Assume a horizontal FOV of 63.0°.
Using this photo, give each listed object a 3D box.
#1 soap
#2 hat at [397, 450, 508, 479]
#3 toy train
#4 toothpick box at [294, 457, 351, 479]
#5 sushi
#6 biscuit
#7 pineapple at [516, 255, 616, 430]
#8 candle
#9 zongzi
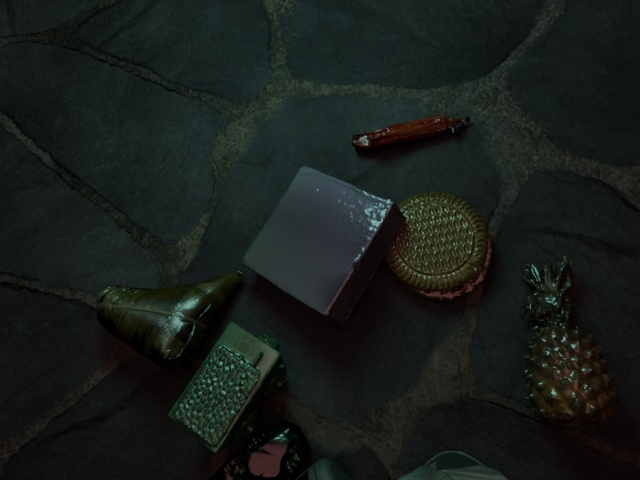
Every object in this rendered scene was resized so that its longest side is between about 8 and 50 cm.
[{"bbox_3d":[0.000,0.000,1.207,0.285,0.107,0.296,30,83,31],"label":"soap"},{"bbox_3d":[0.257,0.551,1.025,0.275,0.161,0.232,-9,77,3],"label":"hat"},{"bbox_3d":[-0.182,0.322,1.133,0.145,0.202,0.266,30,78,17],"label":"toy train"},{"bbox_3d":[-0.048,0.618,1.035,0.316,0.229,0.229,-38,72,-1],"label":"toothpick box"},{"bbox_3d":[-0.129,0.485,1.119,0.225,0.127,0.124,-39,72,-1],"label":"sushi"},{"bbox_3d":[0.269,0.013,1.211,0.259,0.079,0.259,-3,73,8],"label":"biscuit"},{"bbox_3d":[0.504,0.203,1.089,0.175,0.175,0.361,4,61,10],"label":"pineapple"},{"bbox_3d":[0.226,-0.272,1.309,0.302,0.084,0.059,-11,105,-1],"label":"candle"},{"bbox_3d":[-0.362,0.140,1.262,0.286,0.134,0.288,26,67,19],"label":"zongzi"}]
